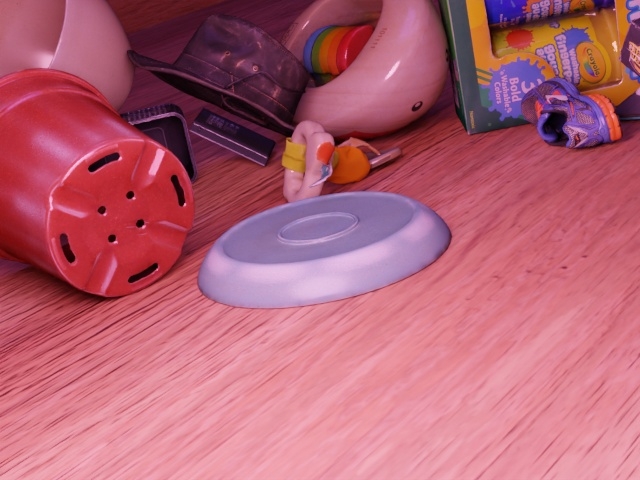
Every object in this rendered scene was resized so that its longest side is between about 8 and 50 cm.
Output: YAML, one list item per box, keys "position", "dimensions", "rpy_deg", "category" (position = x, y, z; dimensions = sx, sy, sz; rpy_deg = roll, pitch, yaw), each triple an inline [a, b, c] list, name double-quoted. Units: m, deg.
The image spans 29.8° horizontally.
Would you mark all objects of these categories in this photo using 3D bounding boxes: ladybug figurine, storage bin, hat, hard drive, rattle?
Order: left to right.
- position: [-0.297, -0.139, 1.932]
  dimensions: [0.180, 0.122, 0.084]
  rpy_deg: [-13, 19, -5]
  category: "storage bin"
- position: [-0.142, -0.170, 1.973]
  dimensions: [0.135, 0.022, 0.094]
  rpy_deg: [25, 20, -3]
  category: "hard drive"
- position: [-0.120, -0.259, 1.811]
  dimensions: [0.331, 0.134, 0.331]
  rpy_deg: [24, 3, -1]
  category: "hat"
- position: [0.028, -0.097, 1.645]
  dimensions: [0.143, 0.130, 0.200]
  rpy_deg: [24, -15, -18]
  category: "rattle"
- position: [0.065, -0.289, 1.991]
  dimensions: [0.305, 0.162, 0.449]
  rpy_deg: [-59, 29, -3]
  category: "ladybug figurine"

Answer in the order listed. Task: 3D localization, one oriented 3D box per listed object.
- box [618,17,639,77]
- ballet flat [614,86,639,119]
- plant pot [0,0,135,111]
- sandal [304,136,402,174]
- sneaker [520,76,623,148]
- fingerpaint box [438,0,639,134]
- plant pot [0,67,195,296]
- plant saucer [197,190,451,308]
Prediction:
- position: [0.576, -0.207, 1.481]
  dimensions: [0.295, 0.073, 0.293]
  rpy_deg: [-22, 51, -26]
  category: "box"
- position: [0.523, -0.216, 1.749]
  dimensions: [0.203, 0.074, 0.074]
  rpy_deg: [2, 23, 35]
  category: "ballet flat"
- position: [-0.398, -0.271, 1.841]
  dimensions: [0.284, 0.284, 0.191]
  rpy_deg: [8, -10, 45]
  category: "plant pot"
- position: [0.035, -0.132, 1.825]
  dimensions: [0.180, 0.049, 0.072]
  rpy_deg: [0, 22, 31]
  category: "sandal"
- position: [0.344, -0.182, 1.746]
  dimensions: [0.087, 0.083, 0.221]
  rpy_deg: [-22, 18, -13]
  category: "sneaker"
- position: [0.365, -0.422, 1.860]
  dimensions: [0.371, 0.445, 0.163]
  rpy_deg: [-10, 20, 2]
  category: "fingerpaint box"
- position: [-0.310, -0.062, 1.541]
  dimensions: [0.272, 0.272, 0.265]
  rpy_deg: [-23, 30, -30]
  category: "plant pot"
- position: [0.000, 0.000, 1.475]
  dimensions: [0.317, 0.043, 0.317]
  rpy_deg: [-10, 18, 3]
  category: "plant saucer"
